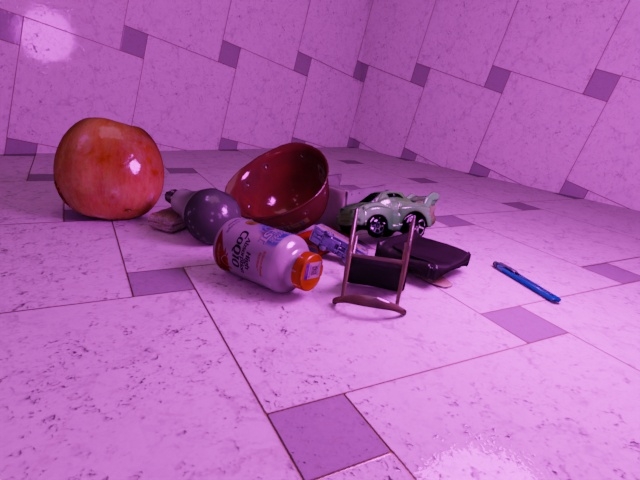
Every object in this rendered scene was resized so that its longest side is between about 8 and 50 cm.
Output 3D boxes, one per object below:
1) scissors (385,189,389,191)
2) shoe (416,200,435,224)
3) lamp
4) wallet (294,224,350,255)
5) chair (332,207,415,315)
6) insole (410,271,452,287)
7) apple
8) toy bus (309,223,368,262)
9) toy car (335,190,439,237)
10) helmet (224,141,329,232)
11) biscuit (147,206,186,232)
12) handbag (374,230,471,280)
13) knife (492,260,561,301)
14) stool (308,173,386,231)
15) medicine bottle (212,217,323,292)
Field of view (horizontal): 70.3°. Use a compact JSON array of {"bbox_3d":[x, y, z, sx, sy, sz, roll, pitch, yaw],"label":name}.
[{"bbox_3d":[0.289,-0.224,2.314,0.191,0.030,0.360,18,20,21],"label":"scissors"},{"bbox_3d":[0.384,-0.109,1.888,0.139,0.128,0.262,4,10,43],"label":"shoe"},{"bbox_3d":[-0.387,-0.104,1.520,0.181,0.182,0.313,-8,27,-35],"label":"lamp"},{"bbox_3d":[0.000,0.000,1.547,0.142,0.045,0.204,22,25,32],"label":"wallet"},{"bbox_3d":[0.146,0.079,1.209,0.187,0.166,0.272,9,62,8],"label":"chair"},{"bbox_3d":[0.308,0.093,1.410,0.081,0.011,0.247,-8,23,-34],"label":"insole"},{"bbox_3d":[-0.765,-0.269,1.666,0.390,0.347,0.391,7,13,-2],"label":"apple"},{"bbox_3d":[0.060,0.016,1.432,0.190,0.064,0.075,29,19,12],"label":"toy bus"},{"bbox_3d":[0.238,-0.096,1.616,0.358,0.177,0.213,3,2,-26],"label":"toy car"},{"bbox_3d":[-0.123,-0.152,1.659,0.384,0.230,0.338,-18,52,10],"label":"helmet"},{"bbox_3d":[-0.498,-0.085,1.638,0.108,0.062,0.239,14,22,20],"label":"biscuit"},{"bbox_3d":[0.316,0.052,1.405,0.222,0.080,0.246,26,26,36],"label":"handbag"},{"bbox_3d":[0.627,0.119,1.402,0.044,0.026,0.296,11,15,-21],"label":"knife"},{"bbox_3d":[0.083,-0.159,1.845,0.243,0.171,0.269,21,24,37],"label":"stool"},{"bbox_3d":[-0.136,0.044,1.205,0.288,0.157,0.157,17,22,32],"label":"medicine bottle"}]
